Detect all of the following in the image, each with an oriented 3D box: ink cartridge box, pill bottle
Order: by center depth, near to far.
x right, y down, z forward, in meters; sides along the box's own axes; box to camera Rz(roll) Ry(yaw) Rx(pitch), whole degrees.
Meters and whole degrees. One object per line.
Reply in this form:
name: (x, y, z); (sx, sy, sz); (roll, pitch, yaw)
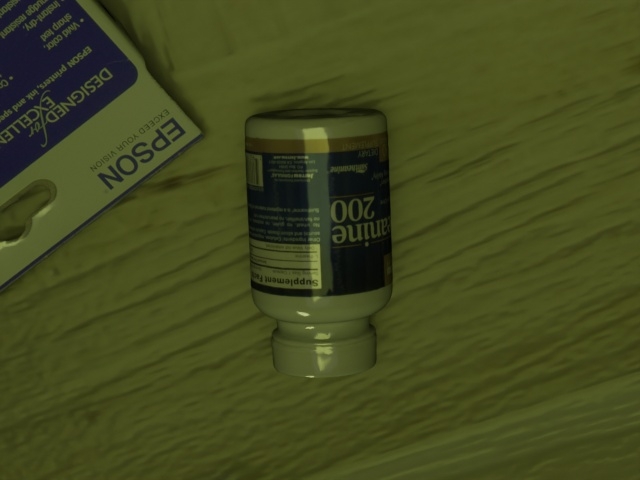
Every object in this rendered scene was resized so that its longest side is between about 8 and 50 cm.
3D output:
ink cartridge box: (-0.196, -0.064, 0.658); (0.206, 0.045, 0.208); (-36, 122, 7)
pill bottle: (0.000, 0.000, 0.669); (0.067, 0.067, 0.120); (-2, 100, 1)
